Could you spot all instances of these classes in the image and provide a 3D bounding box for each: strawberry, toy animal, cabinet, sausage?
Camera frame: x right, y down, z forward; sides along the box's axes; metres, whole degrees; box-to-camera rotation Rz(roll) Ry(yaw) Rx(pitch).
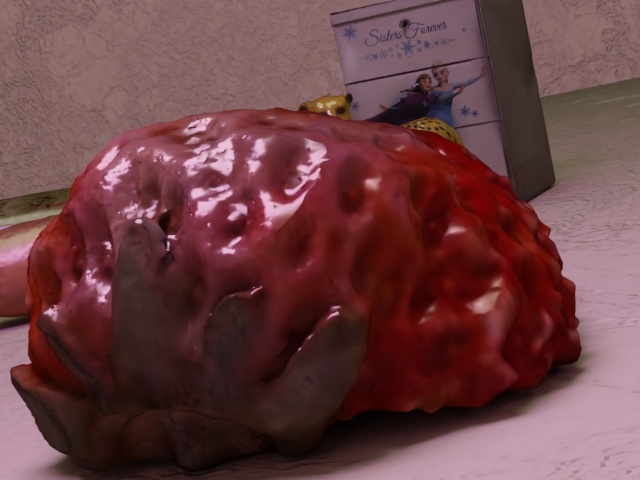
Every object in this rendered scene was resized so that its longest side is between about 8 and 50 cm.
[{"bbox_3d":[0.000,0.000,0.705,0.265,0.149,0.336,-10,6,32],"label":"strawberry"},{"bbox_3d":[0.070,-0.062,1.142,0.181,0.136,0.073,-15,7,-30],"label":"toy animal"},{"bbox_3d":[0.119,-0.132,1.331,0.145,0.206,0.150,-9,8,26],"label":"cabinet"},{"bbox_3d":[-0.169,0.005,1.217,0.289,0.086,0.086,-15,7,-13],"label":"sausage"}]

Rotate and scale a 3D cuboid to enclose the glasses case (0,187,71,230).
[{"bbox_3d":[-0.389,0.021,1.417,0.425,0.098,0.156,-12,9,-7],"label":"glasses case"}]
